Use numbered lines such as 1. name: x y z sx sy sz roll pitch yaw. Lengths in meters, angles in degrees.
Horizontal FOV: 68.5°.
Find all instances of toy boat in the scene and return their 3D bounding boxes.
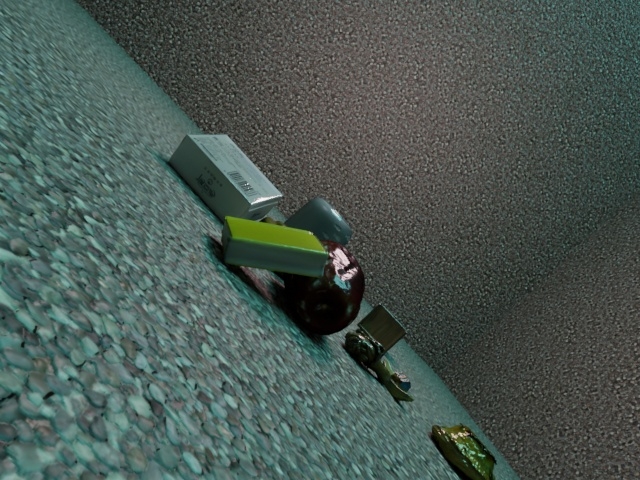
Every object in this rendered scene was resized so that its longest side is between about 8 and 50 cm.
1. toy boat: 0.230 0.428 1.432 0.065 0.066 0.172 42 3 -29

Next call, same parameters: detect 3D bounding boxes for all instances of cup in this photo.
1. cup: 0.000 0.000 2.060 0.357 0.274 0.259 43 4 -47

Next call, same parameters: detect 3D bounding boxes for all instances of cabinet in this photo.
1. cabinet: 0.288 0.394 2.129 0.175 0.148 0.215 47 1 15

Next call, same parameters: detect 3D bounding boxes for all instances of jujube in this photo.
1. jujube: 0.009 0.116 1.201 0.223 0.223 0.318 46 10 -10

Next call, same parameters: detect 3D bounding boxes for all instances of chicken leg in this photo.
1. chicken leg: 0.147 0.337 1.369 0.196 0.080 0.125 47 -11 -1

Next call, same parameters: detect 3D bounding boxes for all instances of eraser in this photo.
1. eraser: -0.105 0.013 1.037 0.226 0.069 0.158 11 15 -19

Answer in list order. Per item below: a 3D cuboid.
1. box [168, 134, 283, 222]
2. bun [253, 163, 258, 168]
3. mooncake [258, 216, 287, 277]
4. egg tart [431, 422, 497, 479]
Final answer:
1. box: -0.273 -0.180 1.382 0.274 0.116 0.203 47 24 5
2. bun: -0.302 -0.227 1.821 0.299 0.165 0.299 45 2 -2
3. mooncake: -0.115 0.028 1.447 0.235 0.117 0.235 44 0 0
4. egg tart: 0.428 0.617 1.366 0.241 0.106 0.241 47 -3 3
